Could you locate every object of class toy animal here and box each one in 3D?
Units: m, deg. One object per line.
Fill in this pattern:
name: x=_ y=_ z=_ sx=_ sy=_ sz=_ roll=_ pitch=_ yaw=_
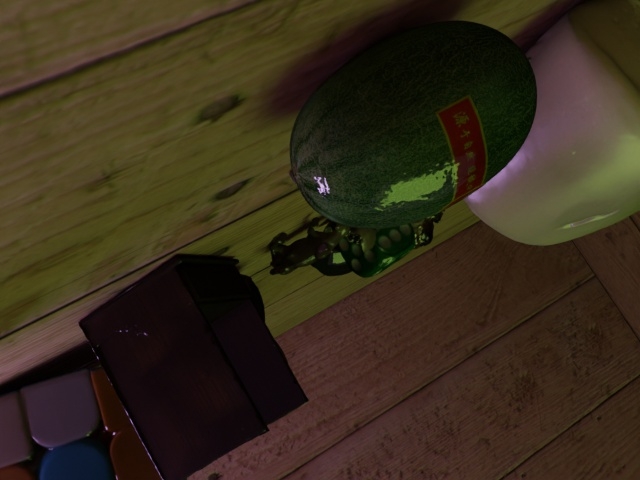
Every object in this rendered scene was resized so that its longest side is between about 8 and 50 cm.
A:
toy animal: x=0.000 y=0.000 z=1.353 sx=0.214 sy=0.094 sz=0.186 roll=-25 pitch=167 yaw=7

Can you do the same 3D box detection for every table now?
table: x=-0.185 y=0.194 z=1.126 sx=0.196 sy=0.282 sz=0.250 roll=-32 pitch=170 yaw=9

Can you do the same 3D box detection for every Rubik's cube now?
Rubik's cube: x=-0.421 y=0.431 z=1.268 sx=0.344 sy=0.347 sz=0.347 roll=-14 pitch=164 yaw=-19

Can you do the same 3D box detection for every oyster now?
oyster: x=0.240 y=-0.073 z=1.594 sx=0.161 sy=0.107 sz=0.233 roll=-4 pitch=136 yaw=-55

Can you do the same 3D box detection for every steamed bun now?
steamed bun: x=0.441 y=-0.168 z=1.143 sx=0.455 sy=0.290 sz=0.371 roll=-22 pitch=163 yaw=-43

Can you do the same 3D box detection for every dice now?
dice: x=0.123 y=-0.002 z=1.558 sx=0.128 sy=0.131 sz=0.120 roll=-25 pitch=170 yaw=-36

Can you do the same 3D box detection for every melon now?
melon: x=0.103 y=-0.121 z=0.716 sx=0.287 sy=0.182 sz=0.182 roll=-32 pitch=171 yaw=-9

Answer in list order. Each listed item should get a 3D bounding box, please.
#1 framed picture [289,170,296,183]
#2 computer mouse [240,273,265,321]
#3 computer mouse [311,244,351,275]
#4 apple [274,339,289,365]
framed picture: x=0.107 y=-0.147 z=1.080 sx=0.247 sy=0.022 sz=0.335 roll=-34 pitch=170 yaw=14
computer mouse: x=-0.183 y=0.224 z=1.346 sx=0.183 sy=0.116 sz=0.324 roll=10 pitch=-100 yaw=70
computer mouse: x=0.069 y=0.031 z=1.709 sx=0.137 sy=0.086 sz=0.269 roll=-35 pitch=171 yaw=27
apple: x=-0.241 y=0.315 z=1.655 sx=0.319 sy=0.277 sz=0.319 roll=-35 pitch=-179 yaw=0
